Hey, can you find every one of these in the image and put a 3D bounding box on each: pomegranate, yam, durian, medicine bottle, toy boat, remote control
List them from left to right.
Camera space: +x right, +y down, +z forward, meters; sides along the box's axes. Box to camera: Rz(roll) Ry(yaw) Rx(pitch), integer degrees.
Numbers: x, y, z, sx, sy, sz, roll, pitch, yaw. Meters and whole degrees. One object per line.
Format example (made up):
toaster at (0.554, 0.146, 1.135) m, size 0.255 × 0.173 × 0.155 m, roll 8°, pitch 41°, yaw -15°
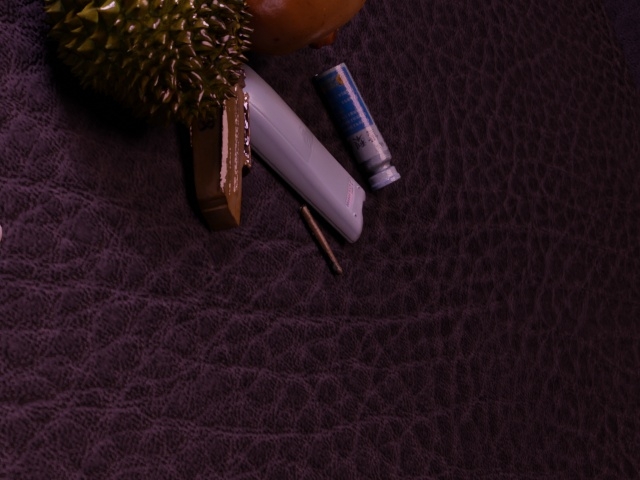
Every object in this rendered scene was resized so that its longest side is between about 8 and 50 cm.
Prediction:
durian at (-0.192, -0.265, 1.640) m, size 0.291 × 0.225 × 0.291 m, roll 0°, pitch 90°, yaw -88°
toy boat at (-0.118, -0.118, 1.780) m, size 0.088 × 0.068 × 0.226 m, roll 38°, pitch 44°, yaw -60°
pomegranate at (-0.050, -0.366, 1.897) m, size 0.264 × 0.264 × 0.264 m, roll 38°, pitch 38°, yaw -39°
remote control at (-0.030, -0.121, 1.949) m, size 0.293 × 0.051 × 0.103 m, roll 46°, pitch 34°, yaw -32°
yam at (0.000, 0.000, 1.941) m, size 0.107 × 0.014 × 0.014 m, roll 61°, pitch 29°, yaw -7°
medicine bottle at (0.055, -0.166, 2.122) m, size 0.191 × 0.051 × 0.051 m, roll 64°, pitch 29°, yaw -2°

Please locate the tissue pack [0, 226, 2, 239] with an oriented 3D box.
tissue pack at (-0.370, 0.066, 1.173) m, size 0.170 × 0.071 × 0.325 m, roll 56°, pitch 35°, yaw -41°
